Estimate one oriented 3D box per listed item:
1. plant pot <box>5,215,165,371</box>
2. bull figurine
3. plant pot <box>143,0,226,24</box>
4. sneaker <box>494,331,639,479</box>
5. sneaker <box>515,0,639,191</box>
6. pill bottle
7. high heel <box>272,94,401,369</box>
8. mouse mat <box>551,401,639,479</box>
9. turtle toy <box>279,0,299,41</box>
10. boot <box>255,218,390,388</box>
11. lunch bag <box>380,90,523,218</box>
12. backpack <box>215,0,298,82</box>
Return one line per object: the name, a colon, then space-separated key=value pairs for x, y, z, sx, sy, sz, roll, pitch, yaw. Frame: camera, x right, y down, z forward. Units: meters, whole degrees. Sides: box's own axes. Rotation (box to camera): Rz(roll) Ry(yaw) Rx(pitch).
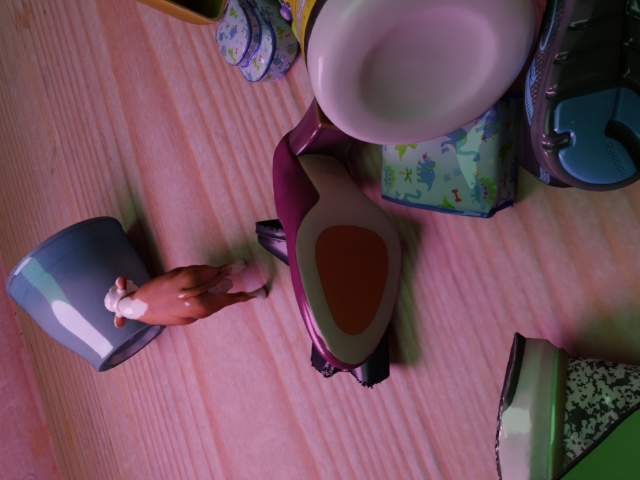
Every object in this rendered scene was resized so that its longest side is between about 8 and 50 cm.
plant pot: x=-0.476 y=0.130 z=1.204 sx=0.255 sy=0.272 sz=0.271 roll=48 pitch=132 yaw=9
bull figurine: x=-0.246 y=0.095 z=0.986 sx=0.310 sy=0.188 sz=0.101 roll=-8 pitch=93 yaw=47
plant pot: x=-0.241 y=-0.442 z=0.820 sx=0.187 sy=0.212 sz=0.212 roll=18 pitch=92 yaw=65
sneaker: x=0.279 y=0.290 z=0.529 sx=0.182 sy=0.158 sz=0.410 roll=-4 pitch=102 yaw=30
sneaker: x=0.231 y=-0.209 z=0.450 sx=0.125 sy=0.139 sz=0.340 roll=18 pitch=95 yaw=0
pill bottle: x=0.054 y=-0.270 z=0.533 sx=0.188 sy=0.188 sz=0.333 roll=-49 pitch=43 yaw=41
high heel: x=0.000 y=0.000 z=0.679 sx=0.181 sy=0.127 sz=0.377 roll=124 pitch=154 yaw=-48
mouse mat: x=0.252 y=0.241 z=0.470 sx=0.152 sy=0.007 sz=0.189 roll=44 pitch=95 yaw=-10
turtle toy: x=-0.020 y=-0.320 z=0.736 sx=0.095 sy=0.066 sz=0.130 roll=-22 pitch=83 yaw=47
boot: x=-0.003 y=0.082 z=0.795 sx=0.247 sy=0.094 sz=0.207 roll=14 pitch=106 yaw=38
lunch bag: x=0.133 y=-0.099 z=0.607 sx=0.151 sy=0.096 sz=0.128 roll=10 pitch=107 yaw=35
backpack: x=-0.096 y=-0.291 z=0.812 sx=0.114 sy=0.084 sz=0.105 roll=59 pitch=137 yaw=15
